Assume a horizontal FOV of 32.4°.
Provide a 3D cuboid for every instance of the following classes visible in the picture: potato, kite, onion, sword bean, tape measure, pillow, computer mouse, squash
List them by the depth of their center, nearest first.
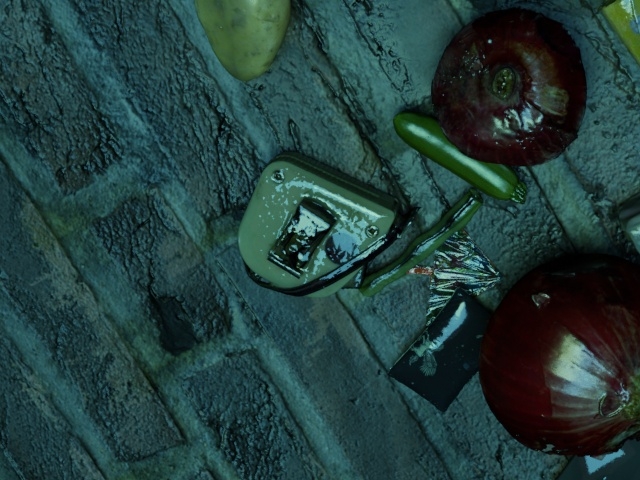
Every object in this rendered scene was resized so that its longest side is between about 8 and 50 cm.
[{"bbox_3d":[0.293,-0.230,1.693,0.252,0.219,0.252,1,94,8],"label":"onion"},{"bbox_3d":[0.414,0.175,1.736,0.342,0.341,0.341,3,107,9],"label":"onion"},{"bbox_3d":[-0.118,-0.380,1.775,0.161,0.128,0.234,-12,109,29],"label":"potato"},{"bbox_3d":[0.231,-0.139,1.809,0.258,0.069,0.069,32,109,-3],"label":"squash"},{"bbox_3d":[0.000,0.000,1.861,0.271,0.133,0.231,23,109,0],"label":"tape measure"},{"bbox_3d":[0.169,0.011,1.872,0.269,0.038,0.043,-40,82,19],"label":"sword bean"},{"bbox_3d":[0.222,0.062,1.902,0.189,0.009,0.232,6,107,8],"label":"kite"},{"bbox_3d":[0.227,0.194,1.917,0.141,0.055,0.208,37,110,-10],"label":"pillow"},{"bbox_3d":[0.492,0.410,1.936,0.120,0.057,0.232,32,109,0],"label":"computer mouse"}]

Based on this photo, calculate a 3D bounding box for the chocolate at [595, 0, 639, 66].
[{"bbox_3d":[0.523,-0.298,1.711,0.086,0.085,0.219,-34,102,17],"label":"chocolate"}]

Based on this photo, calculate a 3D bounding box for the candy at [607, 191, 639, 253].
[{"bbox_3d":[0.585,-0.025,1.749,0.195,0.137,0.184,-36,98,20],"label":"candy"}]
